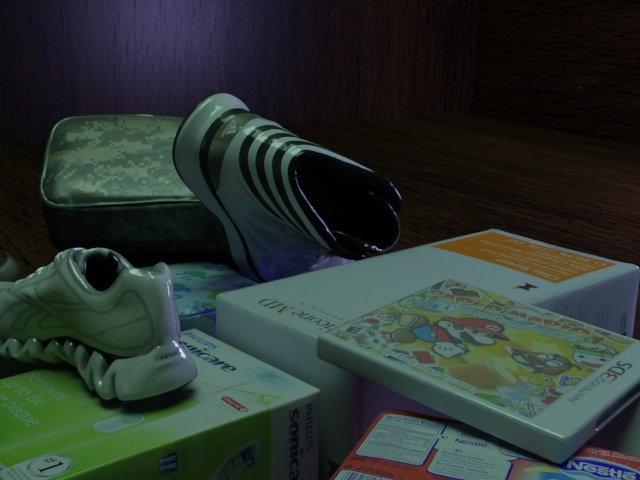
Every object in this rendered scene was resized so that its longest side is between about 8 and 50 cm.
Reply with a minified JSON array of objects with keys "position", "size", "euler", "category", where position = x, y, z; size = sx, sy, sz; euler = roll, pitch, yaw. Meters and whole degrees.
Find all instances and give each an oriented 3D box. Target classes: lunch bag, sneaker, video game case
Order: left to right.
[{"position":[-0.227,0.058,0.829],"size":[0.292,0.118,0.110],"euler":[7,17,38],"category":"sneaker"},{"position":[-0.255,-0.036,1.370],"size":[0.305,0.256,0.212],"euler":[-2,49,-6],"category":"lunch bag"},{"position":[-0.159,0.092,1.198],"size":[0.176,0.090,0.219],"euler":[-9,18,-32],"category":"lunch bag"},{"position":[-0.001,0.001,1.195],"size":[0.257,0.169,0.447],"euler":[29,-13,33],"category":"sneaker"},{"position":[0.148,0.096,0.756],"size":[0.227,0.026,0.206],"euler":[18,23,37],"category":"video game case"}]

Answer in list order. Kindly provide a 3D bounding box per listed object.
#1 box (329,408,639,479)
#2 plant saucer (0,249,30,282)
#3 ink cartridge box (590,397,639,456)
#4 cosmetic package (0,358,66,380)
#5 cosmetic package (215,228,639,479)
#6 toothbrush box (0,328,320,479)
[{"position":[0.158,0.231,0.614],"size":[0.300,0.142,0.154],"euler":[7,16,20],"category":"box"},{"position":[-0.609,0.055,1.383],"size":[0.311,0.050,0.310],"euler":[2,16,0],"category":"plant saucer"},{"position":[0.331,0.173,0.706],"size":[0.140,0.082,0.191],"euler":[26,-33,-24],"category":"ink cartridge box"},{"position":[-0.278,0.137,0.979],"size":[0.231,0.117,0.085],"euler":[-1,17,-12],"category":"cosmetic package"},{"position":[0.131,0.115,1.003],"size":[0.453,0.161,0.230],"euler":[-13,20,-39],"category":"cosmetic package"},{"position":[-0.171,0.188,0.790],"size":[0.283,0.122,0.206],"euler":[-10,18,-39],"category":"toothbrush box"}]
